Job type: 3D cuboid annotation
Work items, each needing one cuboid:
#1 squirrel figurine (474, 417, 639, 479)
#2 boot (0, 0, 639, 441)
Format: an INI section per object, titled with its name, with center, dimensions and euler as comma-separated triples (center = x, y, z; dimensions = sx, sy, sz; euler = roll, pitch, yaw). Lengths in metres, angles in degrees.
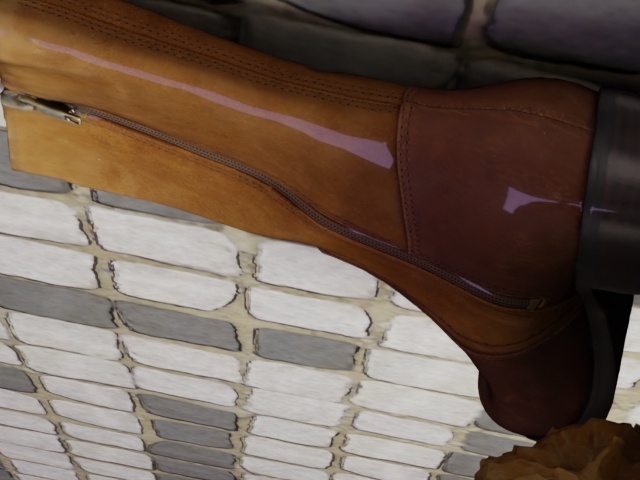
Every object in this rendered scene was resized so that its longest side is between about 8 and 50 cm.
[squirrel figurine]
center = 0.221, 0.127, 0.643
dimensions = 0.397, 0.281, 0.370
euler = -20, 173, 12
[boot]
center = 0.000, 0.000, 0.672
dimensions = 0.280, 0.096, 0.264
euler = 11, 161, 2
